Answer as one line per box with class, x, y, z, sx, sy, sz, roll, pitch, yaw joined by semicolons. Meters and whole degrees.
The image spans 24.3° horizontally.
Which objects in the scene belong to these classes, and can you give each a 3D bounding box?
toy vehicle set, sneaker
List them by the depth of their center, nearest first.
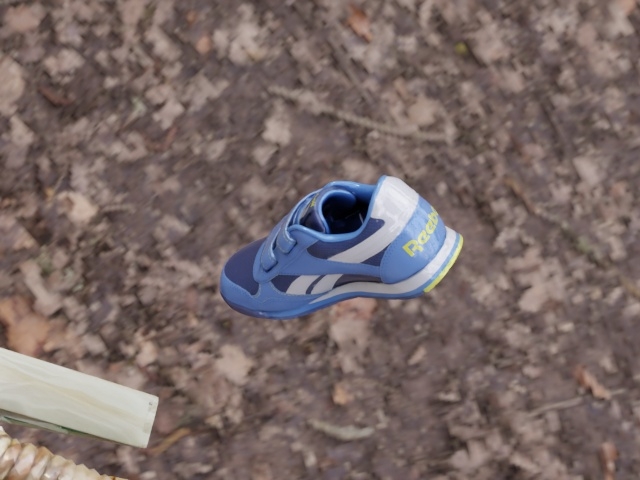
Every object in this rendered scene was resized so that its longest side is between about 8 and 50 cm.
sneaker;0.000;0.000;0.737;0.059;0.144;0.053;49;46;-30
toy vehicle set;-0.251;0.094;1.015;0.166;0.267;0.035;23;75;-36

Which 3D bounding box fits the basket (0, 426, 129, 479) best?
basket;-0.192;0.175;0.533;0.299;0.223;0.213;26;63;-15
